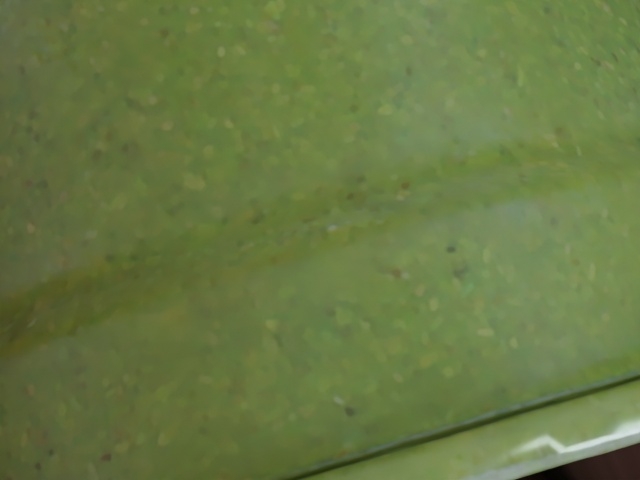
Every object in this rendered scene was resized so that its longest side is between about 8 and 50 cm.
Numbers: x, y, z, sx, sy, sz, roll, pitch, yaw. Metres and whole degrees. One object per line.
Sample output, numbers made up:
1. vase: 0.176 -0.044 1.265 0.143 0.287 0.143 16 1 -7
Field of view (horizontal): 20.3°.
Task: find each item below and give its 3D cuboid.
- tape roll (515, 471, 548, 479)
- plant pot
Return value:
1. tape roll: 0.106 0.034 0.582 0.392 0.072 0.392 13 109 42
2. plant pot: -0.027 -0.049 0.456 0.276 0.276 0.254 -26 78 43
